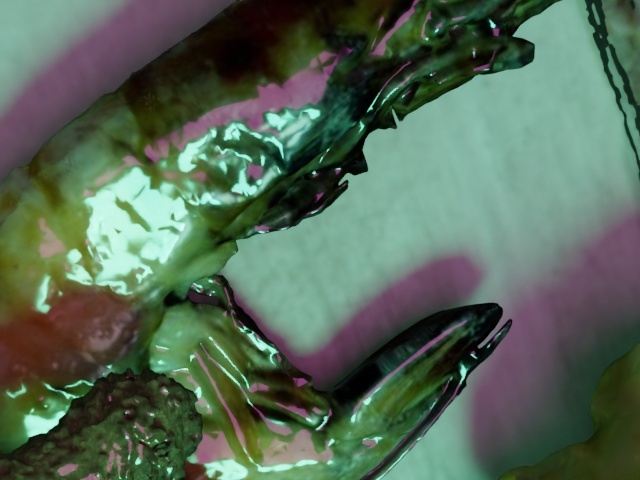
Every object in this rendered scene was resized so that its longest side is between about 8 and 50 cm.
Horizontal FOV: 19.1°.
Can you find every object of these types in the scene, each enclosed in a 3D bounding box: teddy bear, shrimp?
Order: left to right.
[{"bbox_3d":[-0.161,0.130,0.799,0.251,0.129,0.182,-7,117,9],"label":"teddy bear"},{"bbox_3d":[0.000,0.000,0.877,0.365,0.071,0.233,-36,108,-4],"label":"shrimp"}]

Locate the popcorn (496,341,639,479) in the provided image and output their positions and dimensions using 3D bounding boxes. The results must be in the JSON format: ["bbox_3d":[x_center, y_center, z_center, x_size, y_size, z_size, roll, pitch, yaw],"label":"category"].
[{"bbox_3d":[0.215,0.151,0.867,0.255,0.195,0.256,-6,65,-8],"label":"popcorn"}]
